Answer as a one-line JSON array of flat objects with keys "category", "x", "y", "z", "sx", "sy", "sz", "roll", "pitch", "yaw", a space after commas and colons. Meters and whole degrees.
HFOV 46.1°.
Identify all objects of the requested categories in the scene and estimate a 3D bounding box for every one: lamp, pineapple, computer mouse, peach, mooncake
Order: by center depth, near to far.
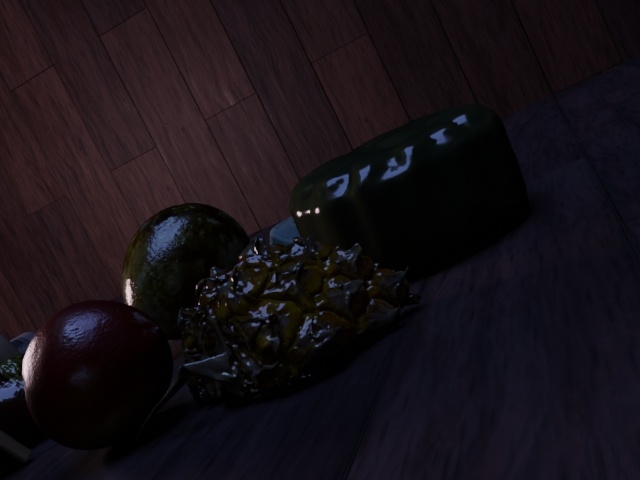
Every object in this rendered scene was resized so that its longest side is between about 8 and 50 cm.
[{"category": "pineapple", "x": -0.071, "y": 0.088, "z": 0.861, "sx": 0.335, "sy": 0.161, "sz": 0.158, "roll": -21, "pitch": 10, "yaw": 19}, {"category": "peach", "x": -0.271, "y": 0.158, "z": 0.936, "sx": 0.197, "sy": 0.197, "sz": 0.197, "roll": -26, "pitch": 7, "yaw": 3}, {"category": "mooncake", "x": 0.129, "y": -0.070, "z": 1.148, "sx": 0.356, "sy": 0.194, "sz": 0.356, "roll": -27, "pitch": 6, "yaw": 3}, {"category": "lamp", "x": -0.496, "y": 0.262, "z": 1.218, "sx": 0.157, "sy": 0.135, "sz": 0.156, "roll": -33, "pitch": 9, "yaw": -29}, {"category": "computer mouse", "x": 0.002, "y": 0.006, "z": 1.459, "sx": 0.159, "sy": 0.097, "sz": 0.288, "roll": -27, "pitch": 18, "yaw": -22}]

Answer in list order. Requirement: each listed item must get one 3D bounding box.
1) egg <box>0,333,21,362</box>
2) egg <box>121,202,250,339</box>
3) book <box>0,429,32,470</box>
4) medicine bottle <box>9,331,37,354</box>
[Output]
[{"category": "egg", "x": -0.620, "y": 0.293, "z": 1.327, "sx": 0.264, "sy": 0.174, "sz": 0.286, "roll": -52, "pitch": 10, "yaw": 35}, {"category": "egg", "x": -0.249, "y": 0.059, "z": 1.390, "sx": 0.238, "sy": 0.238, "sz": 0.289, "roll": -22, "pitch": 17, "yaw": 31}, {"category": "book", "x": -0.576, "y": 0.286, "z": 1.105, "sx": 0.264, "sy": 0.202, "sz": 0.027, "roll": -22, "pitch": 35, "yaw": 35}, {"category": "medicine bottle", "x": -0.647, "y": 0.276, "z": 1.668, "sx": 0.135, "sy": 0.135, "sz": 0.215, "roll": -21, "pitch": 8, "yaw": 38}]
